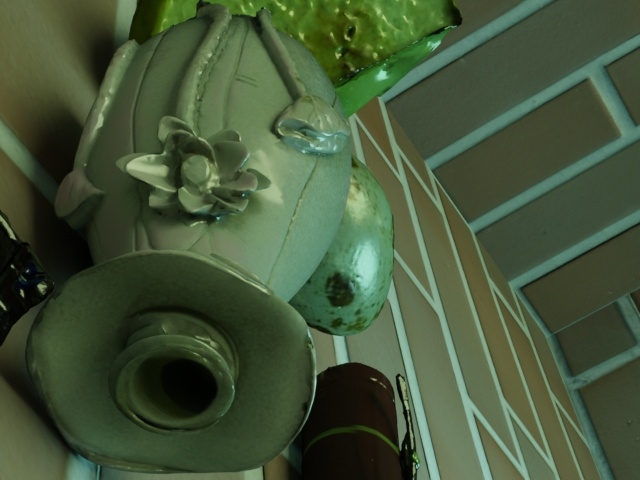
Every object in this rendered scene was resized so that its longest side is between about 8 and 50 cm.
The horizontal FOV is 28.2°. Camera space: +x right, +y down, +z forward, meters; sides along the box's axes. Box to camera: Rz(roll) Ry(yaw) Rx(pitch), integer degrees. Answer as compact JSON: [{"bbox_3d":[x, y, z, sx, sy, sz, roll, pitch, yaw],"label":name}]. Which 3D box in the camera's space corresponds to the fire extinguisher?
[{"bbox_3d":[0.040,0.230,1.145,0.105,0.141,0.341,27,22,-14],"label":"fire extinguisher"}]

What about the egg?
[{"bbox_3d":[0.000,0.000,1.400,0.169,0.169,0.231,-77,148,-71],"label":"egg"}]

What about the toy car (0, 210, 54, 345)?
[{"bbox_3d":[-0.224,0.036,0.728,0.103,0.063,0.216,55,20,-18],"label":"toy car"}]

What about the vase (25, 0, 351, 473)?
[{"bbox_3d":[-0.090,-0.013,0.994,0.250,0.250,0.445,54,18,-24],"label":"vase"}]

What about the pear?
[{"bbox_3d":[-0.060,-0.224,1.409,0.238,0.342,0.318,62,-13,-2],"label":"pear"}]
